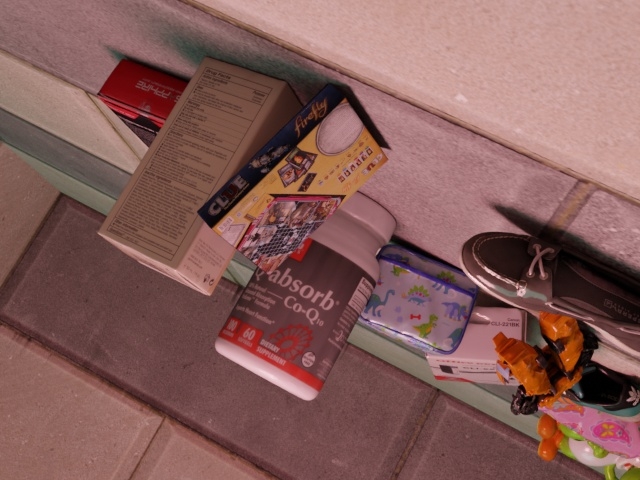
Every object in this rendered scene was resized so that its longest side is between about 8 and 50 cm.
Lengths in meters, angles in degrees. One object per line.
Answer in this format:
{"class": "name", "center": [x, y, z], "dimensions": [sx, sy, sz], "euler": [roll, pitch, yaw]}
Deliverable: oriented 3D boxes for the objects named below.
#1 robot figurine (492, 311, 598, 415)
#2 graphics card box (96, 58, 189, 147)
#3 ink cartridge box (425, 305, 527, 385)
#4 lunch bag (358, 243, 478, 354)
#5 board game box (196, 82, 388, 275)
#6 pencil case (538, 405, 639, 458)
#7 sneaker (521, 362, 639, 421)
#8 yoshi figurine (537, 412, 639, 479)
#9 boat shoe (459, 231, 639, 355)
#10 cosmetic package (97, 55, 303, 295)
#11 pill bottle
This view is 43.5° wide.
{"class": "robot figurine", "center": [0.411, 0.216, 1.476], "dimensions": [0.085, 0.211, 0.291], "euler": [48, 177, 35]}
{"class": "graphics card box", "center": [-0.218, -0.175, 1.489], "dimensions": [0.233, 0.094, 0.371], "euler": [23, 166, 25]}
{"class": "ink cartridge box", "center": [0.334, 0.227, 1.714], "dimensions": [0.197, 0.114, 0.273], "euler": [2, 160, 13]}
{"class": "lunch bag", "center": [0.187, 0.113, 1.569], "dimensions": [0.219, 0.176, 0.090], "euler": [24, 169, 3]}
{"class": "board game box", "center": [-0.032, -0.077, 1.103], "dimensions": [0.042, 0.243, 0.165], "euler": [46, 180, 36]}
{"class": "pencil case", "center": [0.643, 0.407, 1.902], "dimensions": [0.284, 0.124, 0.124], "euler": [29, 168, -6]}
{"class": "sneaker", "center": [0.546, 0.303, 1.729], "dimensions": [0.302, 0.108, 0.121], "euler": [6, 155, 43]}
{"class": "yoshi figurine", "center": [0.729, 0.568, 2.042], "dimensions": [0.362, 0.202, 0.204], "euler": [15, -173, 32]}
{"class": "boat shoe", "center": [0.365, 0.060, 1.134], "dimensions": [0.335, 0.112, 0.095], "euler": [24, 151, -4]}
{"class": "cosmetic package", "center": [-0.165, -0.096, 1.167], "dimensions": [0.160, 0.309, 0.113], "euler": [24, 167, 28]}
{"class": "pill bottle", "center": [-0.020, 0.087, 1.469], "dimensions": [0.210, 0.362, 0.210], "euler": [27, 169, 6]}
